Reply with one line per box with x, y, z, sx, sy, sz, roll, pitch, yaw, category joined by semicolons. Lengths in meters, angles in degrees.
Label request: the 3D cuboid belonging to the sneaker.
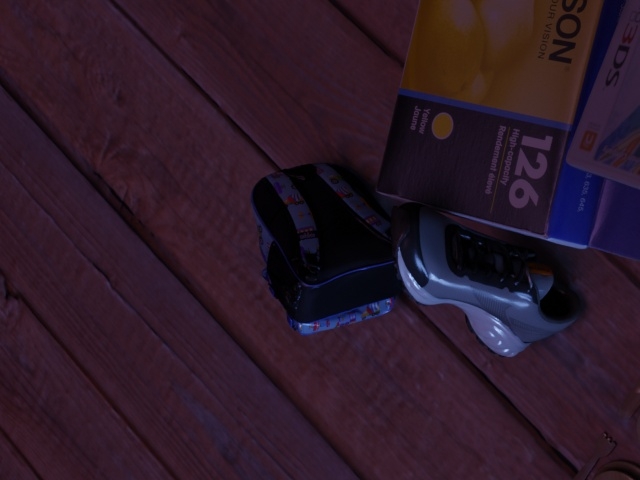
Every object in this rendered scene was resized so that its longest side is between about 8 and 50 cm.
0.163;0.027;1.762;0.108;0.271;0.100;-21;54;33;sneaker

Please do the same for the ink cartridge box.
0.215;-0.158;1.712;0.307;0.072;0.304;16;93;42;ink cartridge box

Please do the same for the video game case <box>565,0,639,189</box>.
0.362;-0.170;1.489;0.329;0.036;0.300;27;98;60;video game case

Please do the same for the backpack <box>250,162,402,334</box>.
0.000;0.000;1.950;0.173;0.158;0.117;55;150;34;backpack

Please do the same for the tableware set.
0.333;0.235;1.788;0.128;0.039;0.194;44;126;25;tableware set
